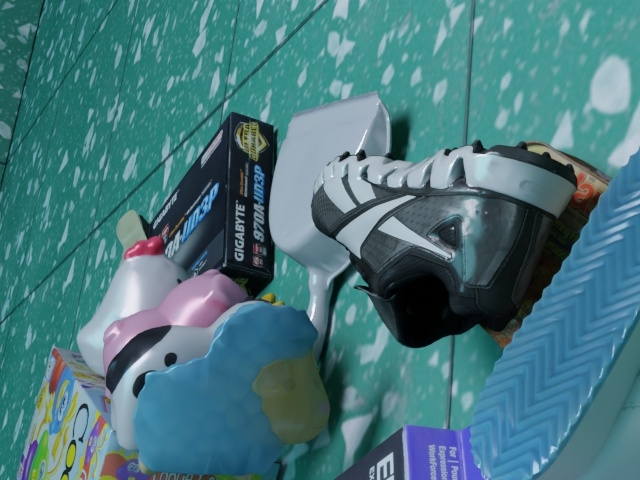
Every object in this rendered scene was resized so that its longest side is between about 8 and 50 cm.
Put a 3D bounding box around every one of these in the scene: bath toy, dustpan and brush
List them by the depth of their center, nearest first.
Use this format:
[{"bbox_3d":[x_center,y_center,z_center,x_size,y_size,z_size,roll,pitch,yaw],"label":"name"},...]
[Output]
[{"bbox_3d":[-0.101,0.076,0.871,0.348,0.151,0.129,-161,78,-69],"label":"bath toy"},{"bbox_3d":[0.000,0.000,0.873,0.147,0.060,0.211,-4,65,60],"label":"dustpan and brush"}]

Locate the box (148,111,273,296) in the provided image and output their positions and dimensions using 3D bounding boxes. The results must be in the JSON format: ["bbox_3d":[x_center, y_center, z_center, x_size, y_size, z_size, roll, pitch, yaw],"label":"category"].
[{"bbox_3d":[-0.115,0.007,1.108,0.220,0.051,0.175,-45,37,48],"label":"box"}]

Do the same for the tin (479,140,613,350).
[{"bbox_3d":[0.130,0.013,0.590,0.190,0.040,0.106,-126,52,-62],"label":"tin"}]

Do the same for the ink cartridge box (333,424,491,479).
[{"bbox_3d":[0.045,0.217,0.632,0.208,0.045,0.206,-47,34,43],"label":"ink cartridge box"}]

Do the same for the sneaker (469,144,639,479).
[{"bbox_3d":[0.160,0.022,0.463,0.229,0.092,0.087,-52,23,0],"label":"sneaker"}]

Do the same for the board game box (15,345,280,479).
[{"bbox_3d":[-0.161,0.203,0.966,0.275,0.144,0.142,19,93,67],"label":"board game box"}]

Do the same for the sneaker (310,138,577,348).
[{"bbox_3d":[0.047,0.006,0.636,0.234,0.078,0.106,0,72,64],"label":"sneaker"}]

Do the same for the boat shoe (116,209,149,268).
[{"bbox_3d":[-0.214,0.016,1.337,0.049,0.042,0.133,-38,36,14],"label":"boat shoe"}]
